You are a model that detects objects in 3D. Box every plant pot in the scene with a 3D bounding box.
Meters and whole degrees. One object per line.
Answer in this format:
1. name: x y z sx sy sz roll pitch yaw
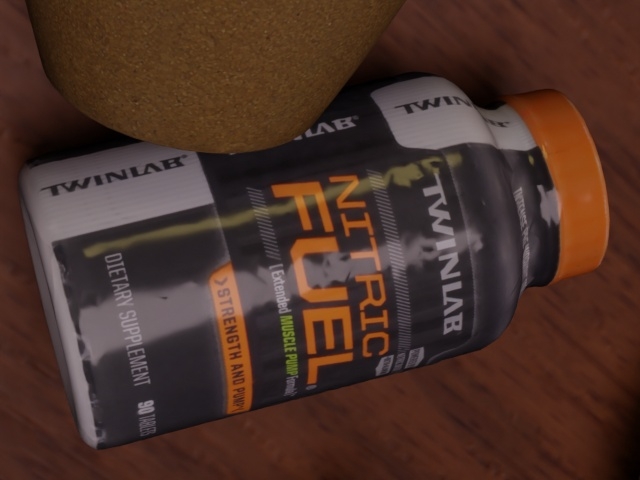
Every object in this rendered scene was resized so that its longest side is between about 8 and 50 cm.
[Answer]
1. plant pot: -0.028 -0.171 0.623 0.237 0.237 0.254 3 126 -18

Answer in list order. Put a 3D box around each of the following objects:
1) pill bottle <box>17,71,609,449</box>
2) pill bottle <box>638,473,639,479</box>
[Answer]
1. pill bottle: 0.000 0.000 0.734 0.245 0.130 0.130 -14 115 -12
2. pill bottle: 0.223 0.150 0.870 0.121 0.121 0.216 5 111 -19
